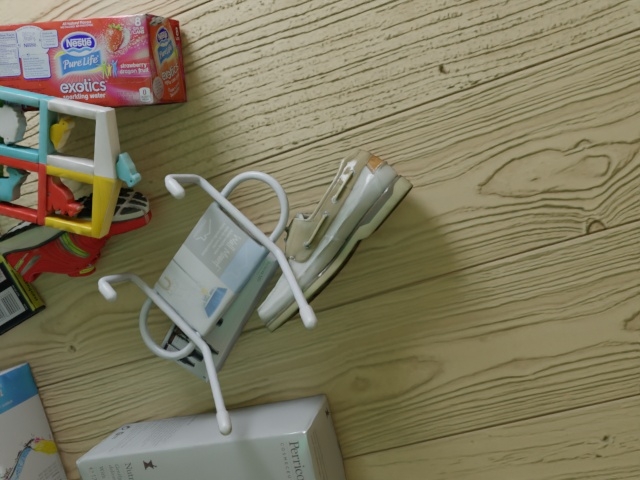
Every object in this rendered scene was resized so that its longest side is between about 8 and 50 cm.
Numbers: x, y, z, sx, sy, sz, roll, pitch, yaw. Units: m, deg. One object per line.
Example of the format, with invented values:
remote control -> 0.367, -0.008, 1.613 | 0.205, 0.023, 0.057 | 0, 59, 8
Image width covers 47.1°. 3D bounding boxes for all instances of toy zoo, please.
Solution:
toy zoo -> -0.403, -0.115, 1.073 | 0.293, 0.030, 0.192 | 13, 110, 10

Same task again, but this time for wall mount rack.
wall mount rack -> -0.151, 0.081, 1.047 | 0.304, 0.130, 0.350 | 42, 110, 14

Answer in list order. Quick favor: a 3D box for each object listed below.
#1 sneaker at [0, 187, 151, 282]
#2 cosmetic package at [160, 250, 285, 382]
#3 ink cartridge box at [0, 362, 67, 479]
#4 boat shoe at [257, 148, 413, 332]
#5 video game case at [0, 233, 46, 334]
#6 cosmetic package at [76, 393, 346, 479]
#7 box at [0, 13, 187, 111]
sneaker -> -0.383, -0.002, 1.190 | 0.279, 0.107, 0.118 | -15, 116, 19
cosmetic package -> -0.157, 0.099, 1.161 | 0.099, 0.060, 0.239 | 31, 106, 5
ink cartridge box -> -0.568, 0.373, 1.209 | 0.198, 0.197, 0.270 | -19, 90, 2
boat shoe -> 0.000, 0.000, 1.086 | 0.103, 0.113, 0.302 | 42, 97, 5
video game case -> -0.649, 0.075, 1.285 | 0.275, 0.035, 0.248 | -29, 94, 18
cosmetic package -> -0.159, 0.393, 1.170 | 0.385, 0.156, 0.217 | -13, 96, 16
box -> -0.343, -0.262, 1.100 | 0.257, 0.122, 0.128 | 0, 102, 14
